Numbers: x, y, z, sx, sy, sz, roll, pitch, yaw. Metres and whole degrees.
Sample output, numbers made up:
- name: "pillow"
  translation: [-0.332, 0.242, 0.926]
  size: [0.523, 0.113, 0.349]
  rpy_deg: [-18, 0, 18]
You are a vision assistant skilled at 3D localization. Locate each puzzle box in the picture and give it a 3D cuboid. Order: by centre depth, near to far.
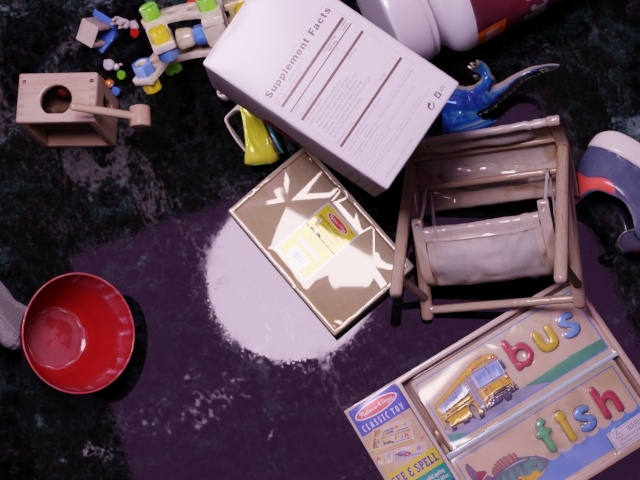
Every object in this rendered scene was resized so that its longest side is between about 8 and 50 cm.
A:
- name: "puzzle box"
  translation: [0.276, 0.265, 1.478]
  size: [0.409, 0.052, 0.272]
  rpy_deg: [-32, 76, -3]

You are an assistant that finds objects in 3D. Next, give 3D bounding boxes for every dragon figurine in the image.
- name: "dragon figurine"
  translation: [0.233, -0.201, 1.568]
  size: [0.289, 0.085, 0.144]
  rpy_deg: [-5, 79, 8]

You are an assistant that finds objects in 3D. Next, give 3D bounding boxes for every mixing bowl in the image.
- name: "mixing bowl"
  translation: [-0.387, 0.146, 1.515]
  size: [0.181, 0.098, 0.181]
  rpy_deg: [10, 74, -36]

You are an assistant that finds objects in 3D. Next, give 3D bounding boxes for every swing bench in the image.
- name: "swing bench"
  translation: [0.245, -0.030, 1.458]
  size: [0.253, 0.165, 0.254]
  rpy_deg: [-6, 70, 23]

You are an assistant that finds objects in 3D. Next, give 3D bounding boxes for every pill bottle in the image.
- name: "pill bottle"
  translation: [0.258, -0.436, 1.550]
  size: [0.392, 0.224, 0.224]
  rpy_deg: [-28, 77, -2]

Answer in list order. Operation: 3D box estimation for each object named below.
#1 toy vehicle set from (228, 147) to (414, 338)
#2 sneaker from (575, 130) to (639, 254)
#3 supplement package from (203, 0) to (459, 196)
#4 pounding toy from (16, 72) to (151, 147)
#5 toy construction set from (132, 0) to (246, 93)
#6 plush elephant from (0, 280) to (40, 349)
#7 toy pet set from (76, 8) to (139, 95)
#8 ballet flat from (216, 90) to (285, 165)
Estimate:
- name: "toy vehicle set"
  translation: [0.000, 0.000, 1.567]
  size: [0.166, 0.035, 0.267]
  rpy_deg: [-40, 77, -5]
- name: "sneaker"
  translation: [0.534, -0.019, 1.493]
  size: [0.350, 0.131, 0.148]
  rpy_deg: [32, 89, 16]
- name: "supplement package"
  translation: [0.010, -0.214, 1.364]
  size: [0.293, 0.177, 0.175]
  rpy_deg: [34, 88, -1]
- name: "pounding toy"
  translation: [-0.368, -0.220, 1.570]
  size: [0.206, 0.181, 0.094]
  rpy_deg: [-1, 77, 4]
- name: "toy construction set"
  translation: [-0.207, -0.385, 1.598]
  size: [0.215, 0.151, 0.328]
  rpy_deg: [-17, 53, 7]
- name: "plush elephant"
  translation: [-0.652, 0.082, 1.507]
  size: [0.272, 0.255, 0.330]
  rpy_deg: [-43, 115, -44]
- name: "toy pet set"
  translation: [-0.348, -0.325, 1.661]
  size: [0.114, 0.065, 0.122]
  rpy_deg: [32, 116, 12]
- name: "ballet flat"
  translation: [-0.125, -0.227, 1.612]
  size: [0.077, 0.077, 0.231]
  rpy_deg: [-21, 78, 13]
